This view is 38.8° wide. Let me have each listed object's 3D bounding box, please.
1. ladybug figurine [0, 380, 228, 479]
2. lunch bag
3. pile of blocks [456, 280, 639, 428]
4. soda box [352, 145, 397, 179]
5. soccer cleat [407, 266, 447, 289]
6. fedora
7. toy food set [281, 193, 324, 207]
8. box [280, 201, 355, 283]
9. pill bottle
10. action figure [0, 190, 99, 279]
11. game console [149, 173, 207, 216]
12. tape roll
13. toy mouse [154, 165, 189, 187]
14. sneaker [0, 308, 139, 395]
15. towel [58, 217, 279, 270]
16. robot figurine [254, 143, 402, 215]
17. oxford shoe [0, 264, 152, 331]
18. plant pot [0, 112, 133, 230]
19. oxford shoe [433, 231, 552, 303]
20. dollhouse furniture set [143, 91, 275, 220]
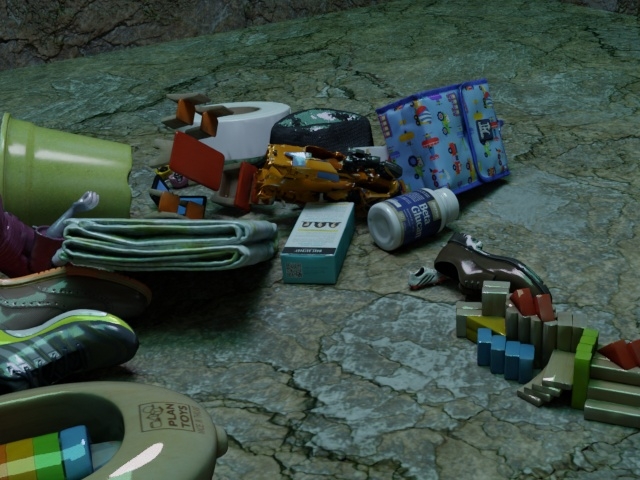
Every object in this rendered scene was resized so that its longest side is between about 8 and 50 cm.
[{"bbox_3d":[-0.322,0.294,1.025,0.449,0.162,0.305,-10,25,-11],"label":"ladybug figurine"},{"bbox_3d":[0.290,-0.217,1.949,0.293,0.221,0.138,-20,4,-39],"label":"lunch bag"},{"bbox_3d":[0.321,0.144,1.313,0.149,0.113,0.362,-24,31,-36],"label":"pile of blocks"},{"bbox_3d":[0.177,-0.169,1.985,0.216,0.074,0.069,-4,6,-30],"label":"soda box"},{"bbox_3d":[0.190,0.060,1.599,0.083,0.036,0.029,-15,27,-22],"label":"soccer cleat"},{"bbox_3d":[0.004,-0.210,2.069,0.334,0.153,0.334,-3,25,2],"label":"fedora"},{"bbox_3d":[-0.027,-0.108,1.935,0.122,0.078,0.019,-14,23,0],"label":"toy food set"},{"bbox_3d":[0.000,0.000,1.727,0.100,0.060,0.244,1,25,11],"label":"box"},{"bbox_3d":[0.184,-0.048,1.763,0.169,0.094,0.094,-20,29,-30],"label":"pill bottle"},{"bbox_3d":[-0.560,0.002,1.566,0.248,0.370,0.276,1,66,36],"label":"action figure"},{"bbox_3d":[-0.308,-0.097,1.974,0.071,0.107,0.122,-31,22,10],"label":"game console"},{"bbox_3d":[-0.214,-0.276,2.262,0.286,0.100,0.286,-4,16,1],"label":"tape roll"},{"bbox_3d":[-0.319,-0.156,2.141,0.143,0.031,0.161,-2,25,4],"label":"toy mouse"},{"bbox_3d":[-0.419,0.190,1.357,0.299,0.111,0.121,-12,36,-4],"label":"sneaker"},{"bbox_3d":[-0.253,0.006,1.604,0.320,0.090,0.374,2,2,4],"label":"towel"},{"bbox_3d":[0.020,-0.117,1.838,0.291,0.085,0.211,9,-22,-11],"label":"robot figurine"},{"bbox_3d":[-0.462,0.127,1.501,0.363,0.130,0.133,-2,57,-12],"label":"oxford shoe"},{"bbox_3d":[-0.516,-0.114,1.854,0.253,0.276,0.276,2,23,-15],"label":"plant pot"},{"bbox_3d":[0.288,0.072,1.537,0.096,0.083,0.227,-44,44,-20],"label":"oxford shoe"},{"bbox_3d":[-0.217,-0.143,1.859,0.135,0.262,0.259,1,-13,34],"label":"dollhouse furniture set"}]
